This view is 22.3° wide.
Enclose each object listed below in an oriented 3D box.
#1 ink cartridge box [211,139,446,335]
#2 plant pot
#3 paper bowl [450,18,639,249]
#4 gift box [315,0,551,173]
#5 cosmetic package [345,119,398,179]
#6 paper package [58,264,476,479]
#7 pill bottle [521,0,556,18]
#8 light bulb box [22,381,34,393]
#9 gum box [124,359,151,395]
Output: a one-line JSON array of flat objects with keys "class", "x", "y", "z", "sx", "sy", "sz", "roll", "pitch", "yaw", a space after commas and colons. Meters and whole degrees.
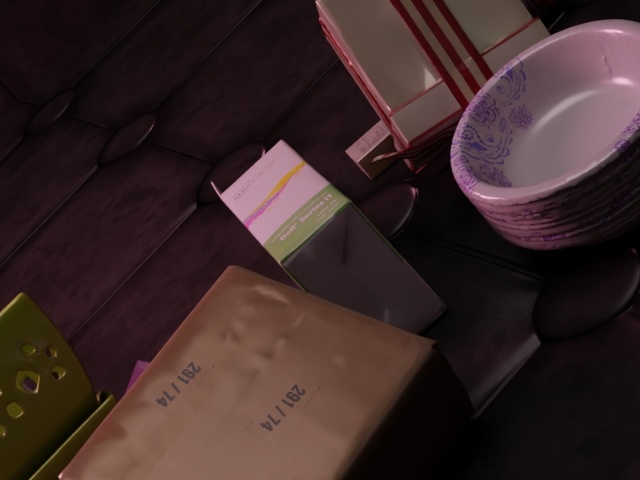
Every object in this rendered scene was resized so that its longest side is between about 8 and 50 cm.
[{"class": "ink cartridge box", "x": 0.000, "y": 0.000, "z": 2.072, "sx": 0.119, "sy": 0.207, "sz": 0.353, "roll": -43, "pitch": 26, "yaw": -1}, {"class": "plant pot", "x": -0.384, "y": 0.216, "z": 2.052, "sx": 0.227, "sy": 0.207, "sz": 0.228, "roll": -46, "pitch": 6, "yaw": -10}, {"class": "paper bowl", "x": 0.305, "y": -0.108, "z": 1.875, "sx": 0.284, "sy": 0.148, "sz": 0.284, "roll": -28, "pitch": 34, "yaw": 21}, {"class": "gift box", "x": 0.143, "y": -0.229, "z": 2.119, "sx": 0.276, "sy": 0.258, "sz": 0.255, "roll": -35, "pitch": -8, "yaw": 5}, {"class": "cosmetic package", "x": 0.098, "y": -0.145, "z": 2.356, "sx": 0.115, "sy": 0.041, "sz": 0.060, "roll": -41, "pitch": 26, "yaw": 2}, {"class": "paper package", "x": -0.056, "y": 0.223, "z": 1.741, "sx": 0.309, "sy": 0.168, "sz": 0.325, "roll": 20, "pitch": 62, "yaw": 34}, {"class": "pill bottle", "x": 0.228, "y": -0.320, "z": 2.357, "sx": 0.221, "sy": 0.121, "sz": 0.121, "roll": -43, "pitch": 26, "yaw": -4}, {"class": "light bulb box", "x": -0.626, "y": 0.348, "z": 2.371, "sx": 0.358, "sy": 0.225, "sz": 0.361, "roll": -12, "pitch": 39, "yaw": 46}, {"class": "gum box", "x": -0.217, "y": 0.249, "z": 2.022, "sx": 0.062, "sy": 0.188, "sz": 0.107, "roll": 12, "pitch": 40, "yaw": 3}]
